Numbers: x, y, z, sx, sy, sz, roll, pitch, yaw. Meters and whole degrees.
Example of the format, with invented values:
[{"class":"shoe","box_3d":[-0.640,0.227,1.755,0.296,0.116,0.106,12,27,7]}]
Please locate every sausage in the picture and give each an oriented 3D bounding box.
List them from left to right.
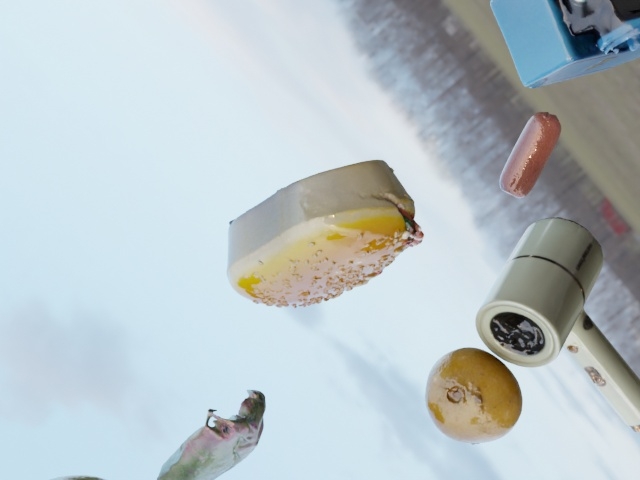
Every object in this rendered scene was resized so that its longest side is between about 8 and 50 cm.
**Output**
[{"class":"sausage","box_3d":[0.357,-0.146,2.076,0.062,0.154,0.062,25,-169,-5]}]

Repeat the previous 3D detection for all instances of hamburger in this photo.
[{"class":"hamburger","box_3d":[0.000,0.000,1.692,0.227,0.295,0.151,-9,-103,-42]}]

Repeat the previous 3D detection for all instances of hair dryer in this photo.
[{"class":"hair dryer","box_3d":[0.389,0.159,1.775,0.362,0.128,0.203,50,-132,-14]}]

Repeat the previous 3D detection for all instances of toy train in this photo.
[{"class":"toy train","box_3d":[0.415,-0.341,1.790,0.300,0.265,0.188,-17,-95,-39]}]

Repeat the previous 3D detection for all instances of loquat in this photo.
[{"class":"loquat","box_3d":[0.215,0.221,1.721,0.141,0.141,0.141,48,-169,-13]}]

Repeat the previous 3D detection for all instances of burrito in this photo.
[{"class":"burrito","box_3d":[-0.168,0.336,2.009,0.144,0.229,0.089,-26,-107,-43]}]

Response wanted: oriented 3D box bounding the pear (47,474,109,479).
[{"class":"pear","box_3d":[-0.399,0.560,1.972,0.352,0.352,0.413,45,-178,-26]}]
